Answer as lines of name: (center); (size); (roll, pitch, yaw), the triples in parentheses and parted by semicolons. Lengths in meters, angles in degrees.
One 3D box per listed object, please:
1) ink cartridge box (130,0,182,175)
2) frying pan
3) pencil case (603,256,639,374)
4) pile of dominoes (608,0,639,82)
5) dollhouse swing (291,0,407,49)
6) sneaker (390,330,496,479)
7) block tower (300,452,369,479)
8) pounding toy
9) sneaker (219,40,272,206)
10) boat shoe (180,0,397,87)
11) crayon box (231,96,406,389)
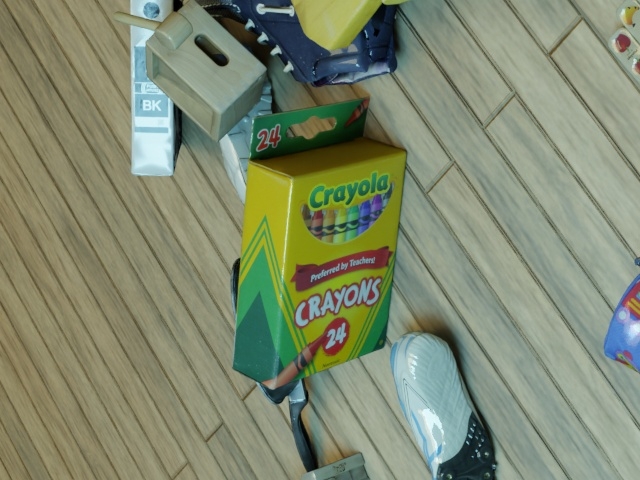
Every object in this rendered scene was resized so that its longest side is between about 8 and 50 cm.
ink cartridge box: (-0.218, -0.266, 1.852); (0.165, 0.065, 0.332); (-93, 4, -71)
frying pan: (-0.050, 0.176, 1.802); (0.053, 0.197, 0.326); (-16, 91, 12)
pencil case: (0.416, 0.132, 1.322); (0.306, 0.133, 0.119); (37, 166, 34)
pile of dominoes: (0.365, -0.235, 1.309); (0.196, 0.040, 0.251); (32, 126, 33)
dollhouse swing: (0.105, -0.414, 1.472); (0.305, 0.315, 0.346); (110, 140, -73)
sneaker: (0.145, 0.221, 1.670); (0.086, 0.085, 0.237); (174, 79, -74)
block tower: (0.056, 0.455, 1.813); (0.097, 0.091, 0.335); (-28, 80, 46)
pounding toy: (-0.154, -0.237, 1.674); (0.181, 0.094, 0.206); (44, 166, 4)
sneaker: (-0.106, -0.147, 1.824); (0.095, 0.090, 0.235); (145, 112, -68)
boat shoe: (-0.046, -0.262, 1.686); (0.340, 0.127, 0.158); (0, 94, 46)
crayon box: (0.000, 0.000, 1.659); (0.081, 0.202, 0.318); (23, 118, 40)
